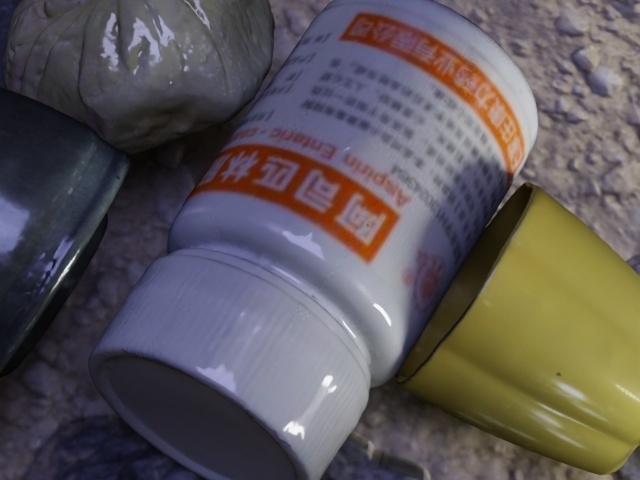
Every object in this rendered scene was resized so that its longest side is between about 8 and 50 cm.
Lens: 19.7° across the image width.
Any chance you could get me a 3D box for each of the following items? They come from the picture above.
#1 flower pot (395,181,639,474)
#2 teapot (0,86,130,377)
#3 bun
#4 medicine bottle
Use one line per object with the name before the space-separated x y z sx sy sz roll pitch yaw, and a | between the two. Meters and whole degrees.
flower pot | 0.180 0.080 1.417 0.179 0.195 0.195 35 64 -2
teapot | -0.314 0.007 1.371 0.239 0.321 0.239 34 31 -9
bun | -0.146 -0.176 1.483 0.244 0.153 0.244 -13 34 9
medicine bottle | 0.000 0.000 1.416 0.211 0.211 0.371 29 63 9
